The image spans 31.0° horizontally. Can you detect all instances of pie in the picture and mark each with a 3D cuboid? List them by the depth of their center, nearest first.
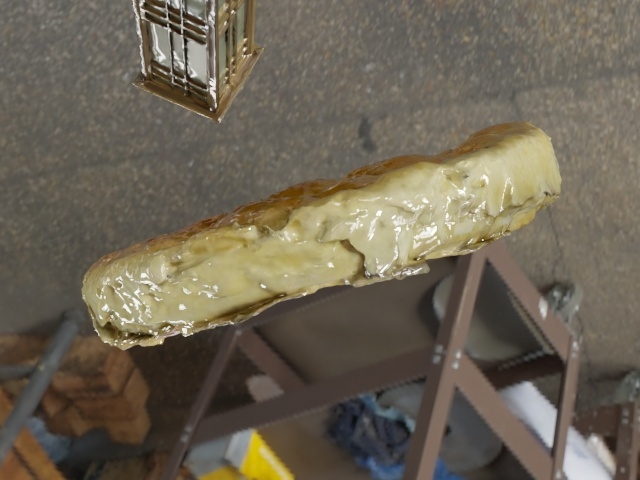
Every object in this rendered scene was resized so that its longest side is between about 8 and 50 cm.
[{"bbox_3d":[0.000,0.000,0.787,0.339,0.339,0.083,-17,93,31],"label":"pie"}]

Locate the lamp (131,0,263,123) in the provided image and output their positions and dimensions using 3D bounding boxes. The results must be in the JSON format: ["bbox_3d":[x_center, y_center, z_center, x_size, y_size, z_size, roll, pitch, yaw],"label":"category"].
[{"bbox_3d":[-0.095,-0.218,0.864,0.090,0.089,0.325,25,155,7],"label":"lamp"}]
